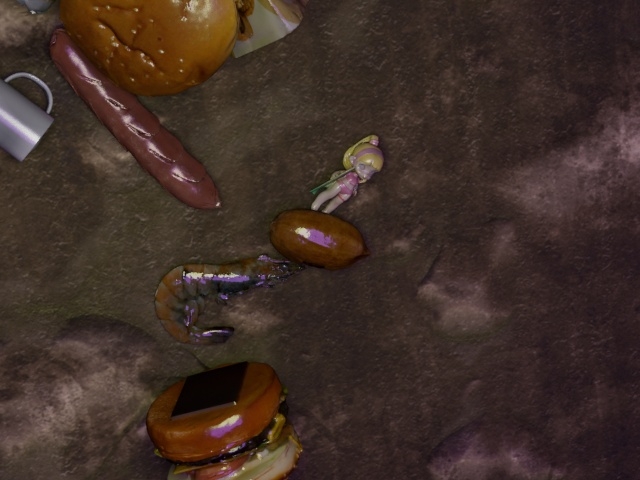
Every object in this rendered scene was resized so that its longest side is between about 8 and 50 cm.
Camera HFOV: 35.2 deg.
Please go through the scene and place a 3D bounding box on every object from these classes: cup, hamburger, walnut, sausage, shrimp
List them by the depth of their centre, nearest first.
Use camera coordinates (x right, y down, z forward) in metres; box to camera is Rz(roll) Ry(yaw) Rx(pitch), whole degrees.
[{"bbox_3d":[-0.276,-0.388,1.679,0.314,0.170,0.290,-31,117,35],"label":"hamburger"},{"bbox_3d":[-0.541,-0.223,1.773,0.133,0.136,0.099,37,125,-16],"label":"cup"},{"bbox_3d":[-0.334,-0.207,1.821,0.088,0.088,0.433,-42,106,-2],"label":"sausage"},{"bbox_3d":[-0.175,0.372,1.883,0.290,0.291,0.225,-24,108,-8],"label":"hamburger"},{"bbox_3d":[0.000,0.000,1.927,0.207,0.116,0.116,13,98,-13],"label":"walnut"},{"bbox_3d":[-0.169,0.115,1.942,0.295,0.058,0.169,-7,110,-8],"label":"shrimp"}]

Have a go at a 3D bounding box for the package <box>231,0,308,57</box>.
[{"bbox_3d":[-0.150,-0.505,1.762,0.311,0.221,0.165,49,67,-18],"label":"package"}]

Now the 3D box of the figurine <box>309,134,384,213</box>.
[{"bbox_3d":[0.052,-0.124,1.942,0.083,0.083,0.187,37,105,-17],"label":"figurine"}]

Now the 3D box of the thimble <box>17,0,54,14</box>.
[{"bbox_3d":[-0.502,-0.466,1.704,0.151,0.127,0.118,38,92,-9],"label":"thimble"}]
